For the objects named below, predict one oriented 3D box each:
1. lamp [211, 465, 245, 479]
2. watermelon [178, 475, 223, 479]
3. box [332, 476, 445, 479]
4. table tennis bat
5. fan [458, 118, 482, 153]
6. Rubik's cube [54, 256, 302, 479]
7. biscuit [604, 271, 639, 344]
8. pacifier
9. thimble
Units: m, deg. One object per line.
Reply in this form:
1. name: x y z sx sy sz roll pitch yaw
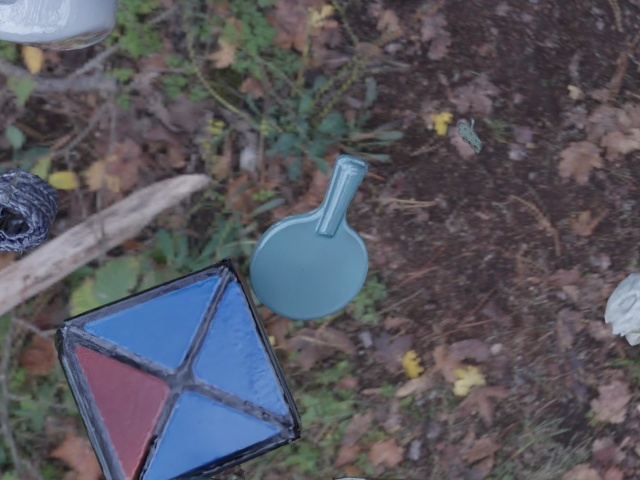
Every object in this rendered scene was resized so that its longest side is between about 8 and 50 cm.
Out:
1. lamp: -0.213 0.515 2.104 0.151 0.215 0.223 32 148 45
2. watermelon: -0.072 0.353 1.116 0.175 0.322 0.188 4 121 5
3. box: 0.178 0.584 1.761 0.138 0.373 0.420 -12 71 47
4. table tennis bat: 0.000 0.000 1.449 0.153 0.040 0.244 15 117 -15
5. fan: 0.235 -0.169 1.781 0.004 0.083 0.056 -35 67 -13
6. Rubik's cube: -0.178 0.186 1.490 0.248 0.250 0.246 -21 84 -3
7. biscuit: 0.380 0.070 0.878 0.281 0.179 0.084 3 73 39
8. pacifier: -0.210 -0.246 0.815 0.227 0.279 0.207 12 96 -3
9. thimble: -0.384 -0.035 1.432 0.095 0.066 0.104 27 134 -19
